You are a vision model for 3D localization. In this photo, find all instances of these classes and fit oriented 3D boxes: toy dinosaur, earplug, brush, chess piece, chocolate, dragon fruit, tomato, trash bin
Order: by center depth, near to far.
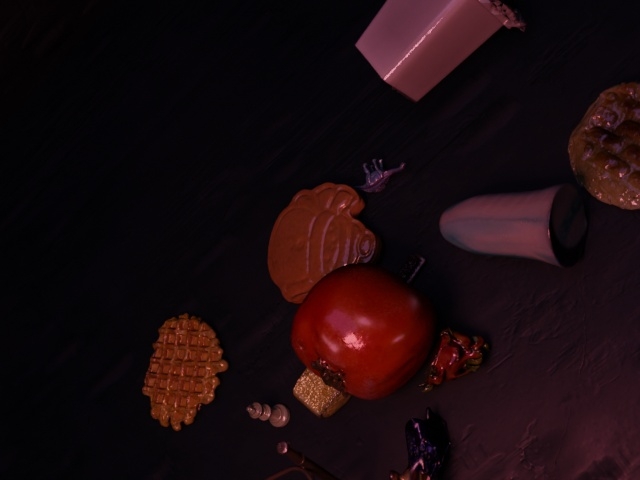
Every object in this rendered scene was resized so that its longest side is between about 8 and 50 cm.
[{"bbox_3d":[0.215,0.514,1.776,0.126,0.148,0.343,-46,24,54],"label":"chocolate"},{"bbox_3d":[0.299,0.267,1.863,0.175,0.142,0.138,-7,32,11],"label":"dragon fruit"},{"bbox_3d":[0.418,-0.031,1.873,0.324,0.185,0.185,0,73,42],"label":"earplug"},{"bbox_3d":[0.103,0.211,1.880,0.293,0.325,0.290,28,63,28],"label":"tomato"},{"bbox_3d":[0.178,0.139,2.043,0.248,0.036,0.043,-57,44,5],"label":"brush"},{"bbox_3d":[-0.140,0.435,2.080,0.059,0.149,0.059,-14,64,30],"label":"chess piece"},{"bbox_3d":[0.297,-0.546,2.090,0.368,0.255,0.296,-46,56,19],"label":"trash bin"},{"bbox_3d":[0.144,-0.168,2.168,0.197,0.045,0.080,-29,72,33],"label":"toy dinosaur"}]

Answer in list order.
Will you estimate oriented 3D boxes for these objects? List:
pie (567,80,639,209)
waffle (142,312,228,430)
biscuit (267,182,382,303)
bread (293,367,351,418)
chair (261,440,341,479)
[{"bbox_3d":[0.686,-0.215,1.806,0.306,0.071,0.306,-13,65,31],"label":"pie"},{"bbox_3d":[-0.398,0.370,2.336,0.307,0.060,0.312,40,95,38],"label":"waffle"},{"bbox_3d":[0.000,0.000,2.190,0.351,0.057,0.312,-16,68,32],"label":"biscuit"},{"bbox_3d":[0.010,0.366,2.029,0.114,0.111,0.129,44,105,32],"label":"bread"},{"bbox_3d":[-0.046,0.685,1.761,0.364,0.410,0.362,-33,59,21],"label":"chair"}]
